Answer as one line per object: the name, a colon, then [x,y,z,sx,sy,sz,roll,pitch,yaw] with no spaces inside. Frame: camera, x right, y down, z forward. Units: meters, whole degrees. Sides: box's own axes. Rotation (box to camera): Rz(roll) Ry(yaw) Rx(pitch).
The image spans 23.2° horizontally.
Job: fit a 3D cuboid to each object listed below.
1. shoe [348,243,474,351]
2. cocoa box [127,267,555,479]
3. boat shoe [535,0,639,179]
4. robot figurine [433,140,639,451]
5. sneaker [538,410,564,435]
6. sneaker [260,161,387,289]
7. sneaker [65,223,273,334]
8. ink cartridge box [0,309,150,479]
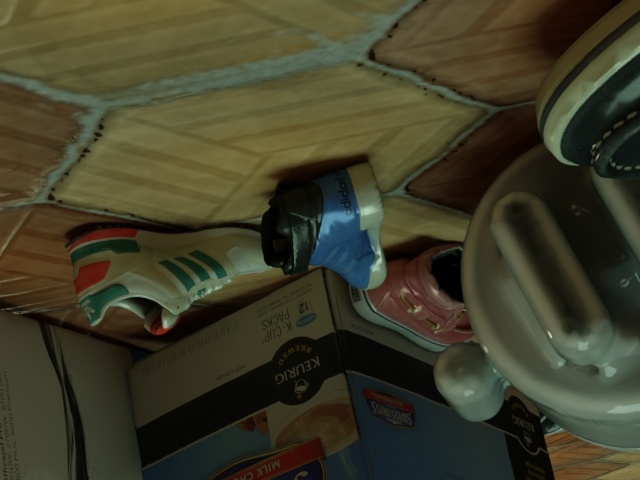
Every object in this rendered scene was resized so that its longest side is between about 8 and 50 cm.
shoe: [0.105,0.049,1.297,0.081,0.063,0.178,-15,159,33]
cocoa box: [0.035,0.211,1.384,0.231,0.228,0.347,-27,148,26]
boat shoe: [0.352,-0.105,0.795,0.500,0.156,0.187,-15,164,20]
robot figurine: [0.215,0.042,1.101,0.300,0.199,0.353,-26,160,10]
sneaker: [0.164,0.198,1.757,0.268,0.101,0.153,-27,155,31]
sneaker: [0.000,-0.001,1.085,0.085,0.058,0.152,-14,159,-4]
sneaker: [-0.102,0.032,1.109,0.161,0.075,0.057,1,160,-31]
ink cartridge box: [-0.321,0.181,1.316,0.285,0.166,0.395,-16,163,17]
